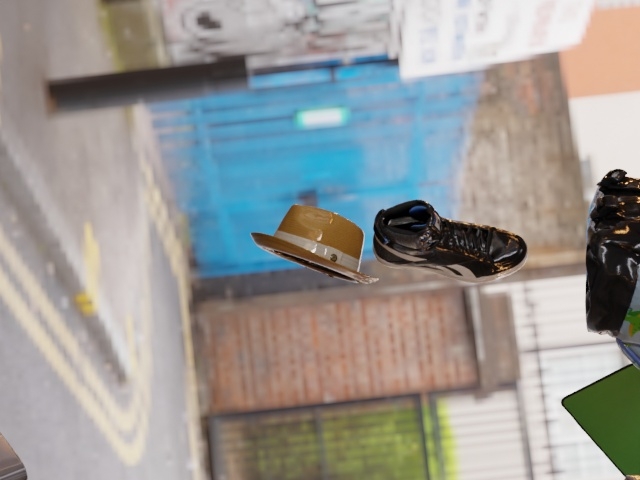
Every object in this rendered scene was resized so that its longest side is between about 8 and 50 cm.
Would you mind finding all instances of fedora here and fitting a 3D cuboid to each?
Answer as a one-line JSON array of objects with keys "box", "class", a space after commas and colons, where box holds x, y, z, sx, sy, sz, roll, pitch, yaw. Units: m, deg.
[{"box": [0.000, 0.000, 2.323, 0.194, 0.194, 0.079, 90, 19, -84], "class": "fedora"}]

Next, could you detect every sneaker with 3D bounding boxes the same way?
[{"box": [0.178, -0.002, 2.257, 0.121, 0.217, 0.079, 84, 9, -64], "class": "sneaker"}]

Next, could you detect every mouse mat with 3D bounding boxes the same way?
[{"box": [0.467, 0.272, 2.448, 0.190, 0.152, 0.007, 49, 34, -15], "class": "mouse mat"}]

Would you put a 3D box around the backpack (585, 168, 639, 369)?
[{"box": [0.485, 0.068, 1.906, 0.290, 0.355, 0.273, -60, 150, -71], "class": "backpack"}]

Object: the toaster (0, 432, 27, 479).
[{"box": [-0.404, 0.277, 1.802, 0.185, 0.110, 0.168, 44, -42, 36], "class": "toaster"}]

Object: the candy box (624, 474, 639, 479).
[{"box": [0.398, 0.427, 1.790, 0.183, 0.087, 0.316, -166, -103, -77], "class": "candy box"}]
